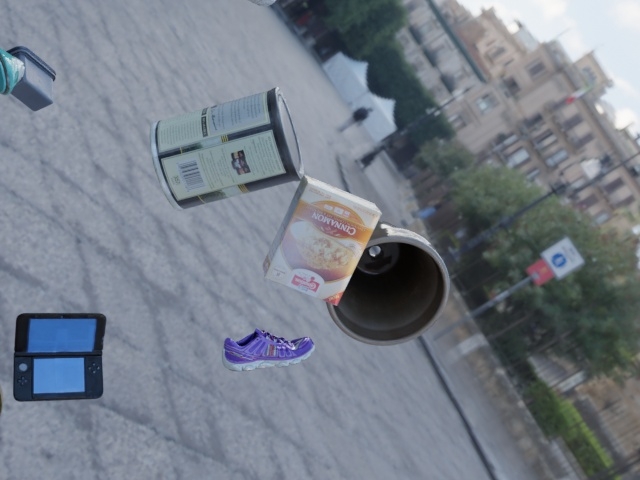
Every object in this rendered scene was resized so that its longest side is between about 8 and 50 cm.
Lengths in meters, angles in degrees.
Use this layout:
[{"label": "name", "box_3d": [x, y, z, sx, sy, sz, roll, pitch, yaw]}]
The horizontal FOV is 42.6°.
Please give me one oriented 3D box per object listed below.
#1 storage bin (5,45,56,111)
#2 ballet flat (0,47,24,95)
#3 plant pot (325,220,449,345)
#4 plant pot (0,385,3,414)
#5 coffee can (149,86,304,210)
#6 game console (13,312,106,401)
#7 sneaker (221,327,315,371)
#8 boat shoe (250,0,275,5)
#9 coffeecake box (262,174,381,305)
[{"label": "storage bin", "box_3d": [-0.673, -0.360, 1.873, 0.135, 0.098, 0.091, 48, 24, -61]}, {"label": "ballet flat", "box_3d": [-0.668, -0.369, 1.709, 0.087, 0.083, 0.247, -6, 32, -45]}, {"label": "plant pot", "box_3d": [0.133, 0.068, 1.814, 0.263, 0.263, 0.229, 54, 9, -21]}, {"label": "plant pot", "box_3d": [-0.787, 0.317, 1.778, 0.236, 0.236, 0.032, 55, 22, -9]}, {"label": "coffee can", "box_3d": [-0.194, -0.191, 1.734, 0.201, 0.276, 0.201, -14, 90, -83]}, {"label": "game console", "box_3d": [-0.428, 0.192, 1.353, 0.085, 0.144, 0.124, 123, -37, -52]}, {"label": "sneaker", "box_3d": [-0.090, 0.187, 1.451, 0.068, 0.170, 0.071, -172, -102, -67]}, {"label": "boat shoe", "box_3d": [-0.125, -0.392, 1.029, 0.267, 0.096, 0.088, 53, 1, 31]}, {"label": "coffeecake box", "box_3d": [0.000, 0.000, 1.439, 0.142, 0.185, 0.068, 22, 14, -13]}]
